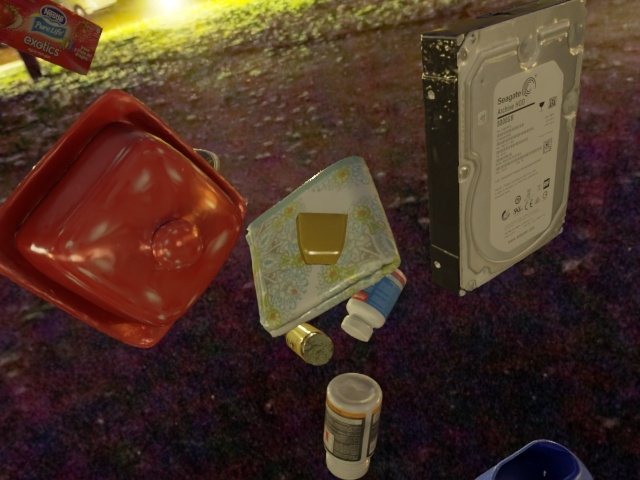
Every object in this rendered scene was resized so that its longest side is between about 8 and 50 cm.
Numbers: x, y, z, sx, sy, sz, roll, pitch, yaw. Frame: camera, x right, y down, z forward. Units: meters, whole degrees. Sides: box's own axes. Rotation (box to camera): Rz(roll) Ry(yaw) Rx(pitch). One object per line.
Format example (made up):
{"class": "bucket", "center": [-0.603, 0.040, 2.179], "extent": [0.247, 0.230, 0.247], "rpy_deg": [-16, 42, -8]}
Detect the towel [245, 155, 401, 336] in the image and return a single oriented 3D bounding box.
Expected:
{"class": "towel", "center": [-0.010, 0.013, 1.181], "extent": [0.374, 0.090, 0.321], "rpy_deg": [-33, 51, 23]}

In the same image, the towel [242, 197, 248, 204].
{"class": "towel", "center": [-0.329, -0.128, 1.534], "extent": [0.197, 0.029, 0.144], "rpy_deg": [30, 39, -6]}

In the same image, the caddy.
{"class": "caddy", "center": [0.527, 0.638, 1.223], "extent": [0.341, 0.179, 0.241], "rpy_deg": [-13, 61, -31]}

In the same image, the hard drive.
{"class": "hard drive", "center": [0.243, -0.118, 0.661], "extent": [0.237, 0.339, 0.064], "rpy_deg": [-25, 32, -26]}

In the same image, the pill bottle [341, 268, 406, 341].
{"class": "pill bottle", "center": [0.153, 0.180, 1.489], "extent": [0.124, 0.124, 0.221], "rpy_deg": [14, 62, 38]}

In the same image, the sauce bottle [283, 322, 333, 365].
{"class": "sauce bottle", "center": [-0.058, 0.346, 1.764], "extent": [0.111, 0.111, 0.344], "rpy_deg": [-25, 8, -16]}

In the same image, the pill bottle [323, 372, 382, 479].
{"class": "pill bottle", "center": [0.090, 0.545, 1.475], "extent": [0.162, 0.278, 0.162], "rpy_deg": [4, 22, -1]}

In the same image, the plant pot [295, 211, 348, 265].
{"class": "plant pot", "center": [0.000, 0.000, 0.845], "extent": [0.081, 0.083, 0.081], "rpy_deg": [2, -4, -6]}

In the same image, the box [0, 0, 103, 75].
{"class": "box", "center": [-0.618, -0.462, 1.068], "extent": [0.128, 0.123, 0.257], "rpy_deg": [27, 9, 22]}

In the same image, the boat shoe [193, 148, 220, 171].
{"class": "boat shoe", "center": [-0.336, -0.173, 1.116], "extent": [0.228, 0.080, 0.076], "rpy_deg": [12, 11, 22]}

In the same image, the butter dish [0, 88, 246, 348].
{"class": "butter dish", "center": [-0.123, -0.005, 0.365], "extent": [0.118, 0.160, 0.160], "rpy_deg": [14, 66, 51]}
